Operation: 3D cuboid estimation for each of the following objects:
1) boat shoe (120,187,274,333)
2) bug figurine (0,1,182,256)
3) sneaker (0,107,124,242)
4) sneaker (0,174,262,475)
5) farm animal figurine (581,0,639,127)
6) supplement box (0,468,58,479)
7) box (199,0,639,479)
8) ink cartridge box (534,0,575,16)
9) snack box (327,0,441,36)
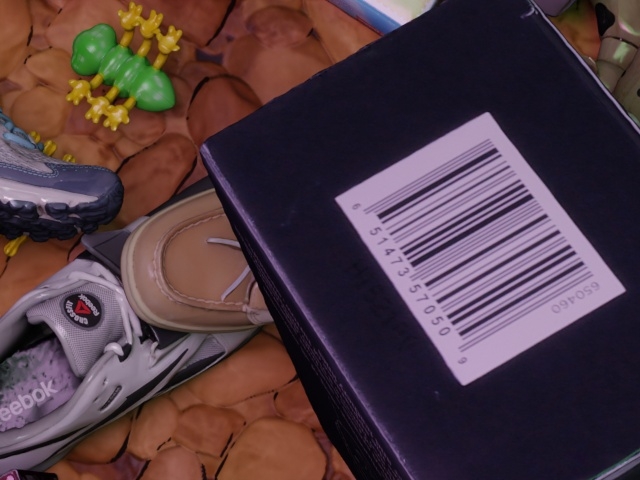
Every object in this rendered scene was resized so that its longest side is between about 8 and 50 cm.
[{"bbox_3d":[0.000,0.000,1.214,0.285,0.089,0.105,-12,89,-30],"label":"boat shoe"},{"bbox_3d":[-0.231,-0.114,1.286,0.216,0.072,0.279,37,87,11],"label":"bug figurine"},{"bbox_3d":[-0.265,-0.081,1.194,0.283,0.110,0.122,13,79,10],"label":"sneaker"},{"bbox_3d":[-0.138,0.057,1.229,0.330,0.146,0.122,-41,83,-9],"label":"sneaker"},{"bbox_3d":[0.265,-0.090,1.229,0.172,0.330,0.327,-17,110,-7],"label":"farm animal figurine"},{"bbox_3d":[-0.232,0.209,1.151,0.130,0.239,0.073,-24,83,-5],"label":"supplement box"},{"bbox_3d":[0.121,0.093,1.061,0.212,0.395,0.293,-30,60,-7],"label":"box"},{"bbox_3d":[0.143,-0.277,1.261,0.139,0.082,0.191,19,81,-2],"label":"ink cartridge box"},{"bbox_3d":[0.078,-0.328,1.335,0.187,0.060,0.322,34,82,2],"label":"snack box"}]
